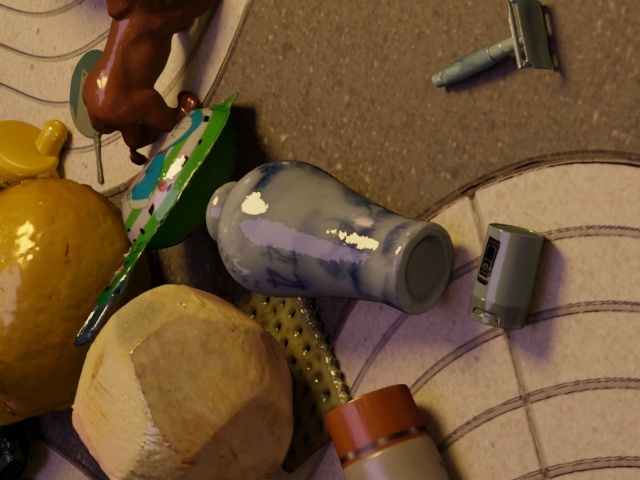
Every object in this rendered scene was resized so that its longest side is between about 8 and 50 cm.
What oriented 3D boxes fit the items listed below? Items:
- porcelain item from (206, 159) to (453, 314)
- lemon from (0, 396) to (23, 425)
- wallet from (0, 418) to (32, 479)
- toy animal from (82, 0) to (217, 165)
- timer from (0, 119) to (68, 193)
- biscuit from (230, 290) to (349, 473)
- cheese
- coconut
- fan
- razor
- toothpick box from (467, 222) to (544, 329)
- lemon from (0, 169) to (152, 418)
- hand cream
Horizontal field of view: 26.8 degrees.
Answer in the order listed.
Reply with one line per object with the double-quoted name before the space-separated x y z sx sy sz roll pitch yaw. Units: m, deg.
"porcelain item" 0.000 0.000 1.299 0.259 0.141 0.141 18 103 39
"lemon" -0.417 0.145 1.733 0.203 0.178 0.178 -53 53 31
"wallet" -0.463 0.241 1.877 0.160 0.055 0.236 -51 48 40
"toy animal" -0.208 -0.224 1.518 0.097 0.157 0.312 33 112 45
"timer" -0.392 -0.118 1.763 0.109 0.107 0.107 -56 51 36
"biscuit" -0.035 0.129 1.421 0.144 0.016 0.203 -43 59 40
"cheese" -0.176 -0.026 1.446 0.320 0.083 0.204 -59 13 -17
"coconut" -0.139 0.160 1.380 0.237 0.197 0.237 2 93 52
"fan" -0.289 -0.158 1.720 0.113 0.005 0.175 -15 78 47
"razor" 0.147 -0.164 1.208 0.135 0.040 0.068 -22 73 51
"toothpick box" 0.162 0.031 1.172 0.052 0.052 0.083 22 104 47
"lemon" -0.312 0.061 1.577 0.236 0.236 0.263 31 121 44
"hand cream" 0.096 0.292 1.228 0.139 0.089 0.314 -40 68 42
